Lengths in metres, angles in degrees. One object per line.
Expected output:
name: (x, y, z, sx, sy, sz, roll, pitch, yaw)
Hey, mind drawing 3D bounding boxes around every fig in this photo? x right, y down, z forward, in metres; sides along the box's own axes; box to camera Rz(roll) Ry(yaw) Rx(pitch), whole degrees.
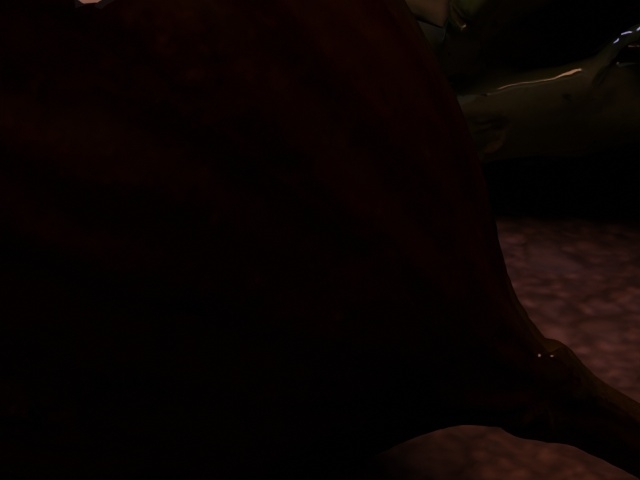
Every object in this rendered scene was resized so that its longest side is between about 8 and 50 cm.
fig: (0.000, 0.000, 0.579, 0.321, 0.217, 0.217, 23, 24, -2)

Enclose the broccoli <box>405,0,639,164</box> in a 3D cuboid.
broccoli: (0.107, -0.142, 0.842, 0.283, 0.304, 0.321, -38, 36, -14)
